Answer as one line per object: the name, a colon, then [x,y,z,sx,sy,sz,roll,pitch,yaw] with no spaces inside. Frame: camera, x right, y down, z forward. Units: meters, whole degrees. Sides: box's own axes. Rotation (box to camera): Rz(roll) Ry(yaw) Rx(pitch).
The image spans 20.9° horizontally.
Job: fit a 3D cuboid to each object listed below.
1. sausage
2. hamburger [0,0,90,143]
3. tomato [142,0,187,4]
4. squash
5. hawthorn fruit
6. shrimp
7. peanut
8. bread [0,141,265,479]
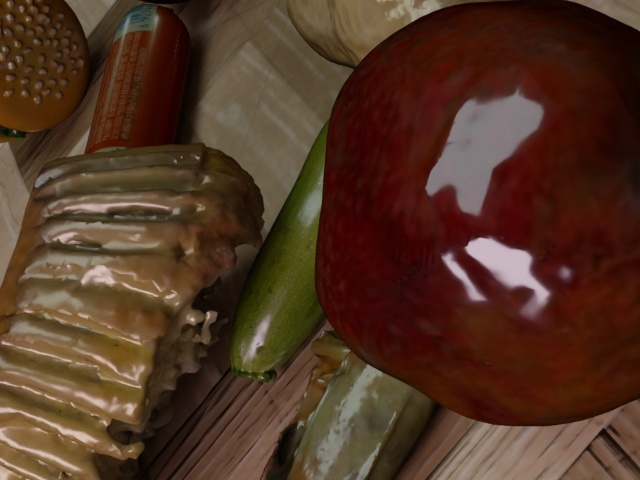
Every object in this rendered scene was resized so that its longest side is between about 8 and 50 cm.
sausage: [-0.148,-0.113,1.438,0.083,0.083,0.264,-34,33,33]
hamburger: [-0.296,-0.172,1.643,0.115,0.162,0.162,-10,51,47]
tomato: [-0.125,-0.284,1.521,0.200,0.139,0.233,-29,1,23]
squash: [0.000,0.000,1.099,0.201,0.066,0.066,-62,29,-2]
hawthorn fruit: [0.109,-0.017,0.799,0.208,0.208,0.248,-61,19,-13]
shrimp: [0.009,0.109,0.974,0.145,0.061,0.267,-15,49,62]
peanut: [0.047,-0.155,1.136,0.236,0.120,0.110,32,124,56]
bread: [-0.139,0.054,1.106,0.274,0.149,0.274,-156,90,-81]
